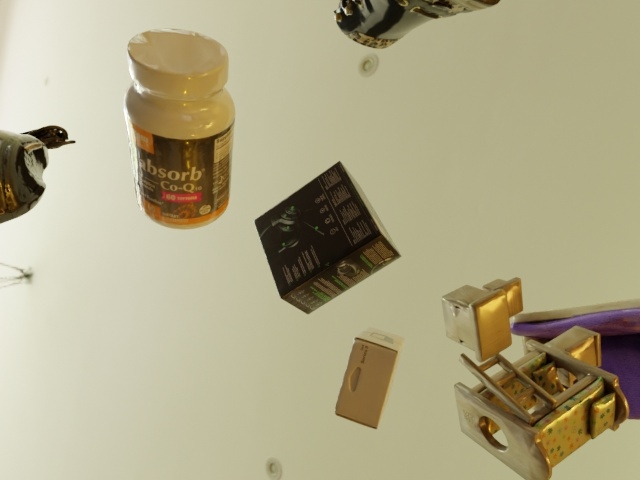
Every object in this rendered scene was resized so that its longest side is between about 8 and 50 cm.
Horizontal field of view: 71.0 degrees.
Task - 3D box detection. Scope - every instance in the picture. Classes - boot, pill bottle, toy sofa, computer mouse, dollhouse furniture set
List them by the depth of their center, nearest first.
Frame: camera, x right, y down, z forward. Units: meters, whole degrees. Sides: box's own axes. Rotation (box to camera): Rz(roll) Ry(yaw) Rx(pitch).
[{"bbox_3d":[-0.340,-0.070,0.399,0.262,0.184,0.060,-127,-152,-58],"label":"computer mouse"},{"bbox_3d":[0.224,0.098,0.417,0.101,0.182,0.160,21,-51,61],"label":"dollhouse furniture set"},{"bbox_3d":[0.047,-0.275,0.466,0.179,0.237,0.085,8,-89,60],"label":"boot"},{"bbox_3d":[0.444,0.155,0.577,0.363,0.177,0.150,-23,-117,50],"label":"toy sofa"},{"bbox_3d":[-0.216,-0.162,0.697,0.162,0.162,0.278,54,-33,30],"label":"pill bottle"}]

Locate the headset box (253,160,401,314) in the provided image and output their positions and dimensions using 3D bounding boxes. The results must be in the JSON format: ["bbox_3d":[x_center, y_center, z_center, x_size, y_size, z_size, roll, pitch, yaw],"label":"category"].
[{"bbox_3d":[0.000,0.000,1.054,0.283,0.131,0.246,-34,-127,11],"label":"headset box"}]

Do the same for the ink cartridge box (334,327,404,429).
[{"bbox_3d":[0.107,0.274,0.930,0.093,0.212,0.154,15,-92,16],"label":"ink cartridge box"}]
